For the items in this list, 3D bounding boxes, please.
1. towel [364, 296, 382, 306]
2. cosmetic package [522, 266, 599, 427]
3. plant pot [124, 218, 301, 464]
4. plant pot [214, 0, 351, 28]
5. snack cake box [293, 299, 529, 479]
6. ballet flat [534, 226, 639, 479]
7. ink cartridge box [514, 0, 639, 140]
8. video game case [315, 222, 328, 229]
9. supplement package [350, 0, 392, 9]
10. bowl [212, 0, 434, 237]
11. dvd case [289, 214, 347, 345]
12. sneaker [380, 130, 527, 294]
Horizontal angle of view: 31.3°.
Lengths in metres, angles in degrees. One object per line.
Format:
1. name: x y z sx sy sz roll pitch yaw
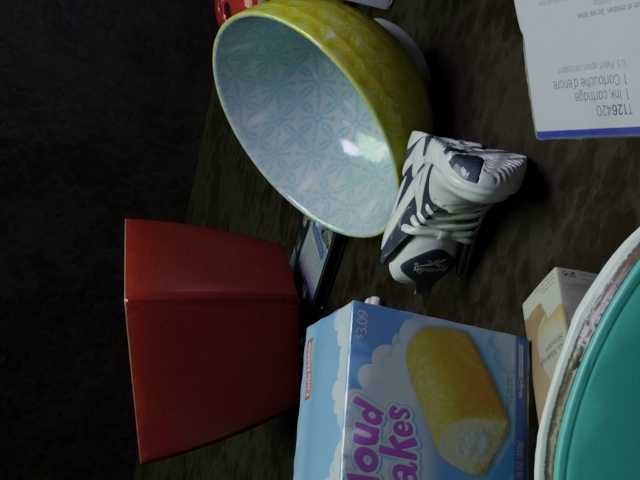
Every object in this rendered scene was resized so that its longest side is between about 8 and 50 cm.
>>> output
1. towel: 0.031 0.165 1.397 0.197 0.029 0.144 129 147 -62
2. cosmetic package: 0.183 0.084 0.836 0.060 0.041 0.115 118 157 -50
3. plant pot: -0.153 0.131 1.644 0.267 0.235 0.267 -109 17 -64
4. plant pot: -0.056 -0.360 1.752 0.174 0.191 0.191 -139 60 -70
5. snack cake box: 0.062 0.190 0.819 0.089 0.152 0.264 143 136 -59
6. ballet flat: 0.181 0.179 0.653 0.139 0.139 0.400 166 112 -74
7. ink cartridge box: 0.194 -0.211 0.586 0.303 0.072 0.307 8 115 63
8. video game case: 0.034 -0.144 1.537 0.201 0.023 0.183 -94 28 -47
9. supplement package: -0.011 -0.414 1.493 0.139 0.244 0.134 -96 22 -49
10. bowl: 0.032 -0.163 1.285 0.156 0.289 0.289 -39 -4 -26
11. dvd case: 0.000 0.000 1.637 0.180 0.022 0.253 -106 29 -57
12. sneaker: 0.117 -0.016 1.055 0.235 0.094 0.153 -140 59 -74
